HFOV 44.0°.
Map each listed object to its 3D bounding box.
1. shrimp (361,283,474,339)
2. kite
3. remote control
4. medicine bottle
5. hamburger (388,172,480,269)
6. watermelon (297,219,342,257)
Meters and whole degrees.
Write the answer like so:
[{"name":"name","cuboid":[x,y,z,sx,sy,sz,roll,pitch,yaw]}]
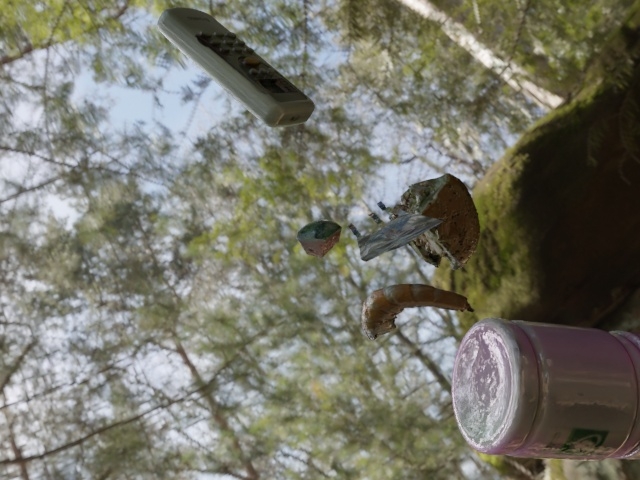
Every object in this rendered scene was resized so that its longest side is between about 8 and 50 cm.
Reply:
[{"name":"shrimp","cuboid":[0.211,0.158,1.942,0.287,0.068,0.185,-20,-38,21]},{"name":"kite","cuboid":[0.119,-0.024,1.619,0.169,0.310,0.015,-30,-73,-10]},{"name":"remote control","cuboid":[-0.146,-0.302,1.361,0.056,0.296,0.140,-54,-16,26]},{"name":"medicine bottle","cuboid":[0.395,0.238,1.253,0.325,0.212,0.212,7,-49,-19]},{"name":"hamburger","cuboid":[0.314,-0.062,2.087,0.192,0.168,0.288,-52,-53,-10]},{"name":"watermelon","cuboid":[0.003,-0.005,1.557,0.084,0.092,0.072,-36,-69,-5]}]
